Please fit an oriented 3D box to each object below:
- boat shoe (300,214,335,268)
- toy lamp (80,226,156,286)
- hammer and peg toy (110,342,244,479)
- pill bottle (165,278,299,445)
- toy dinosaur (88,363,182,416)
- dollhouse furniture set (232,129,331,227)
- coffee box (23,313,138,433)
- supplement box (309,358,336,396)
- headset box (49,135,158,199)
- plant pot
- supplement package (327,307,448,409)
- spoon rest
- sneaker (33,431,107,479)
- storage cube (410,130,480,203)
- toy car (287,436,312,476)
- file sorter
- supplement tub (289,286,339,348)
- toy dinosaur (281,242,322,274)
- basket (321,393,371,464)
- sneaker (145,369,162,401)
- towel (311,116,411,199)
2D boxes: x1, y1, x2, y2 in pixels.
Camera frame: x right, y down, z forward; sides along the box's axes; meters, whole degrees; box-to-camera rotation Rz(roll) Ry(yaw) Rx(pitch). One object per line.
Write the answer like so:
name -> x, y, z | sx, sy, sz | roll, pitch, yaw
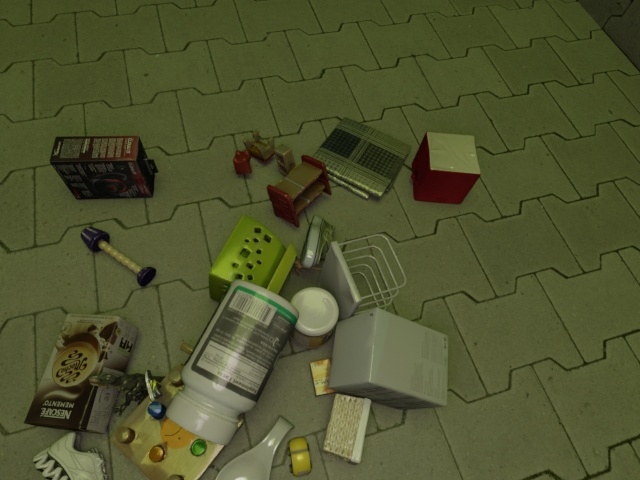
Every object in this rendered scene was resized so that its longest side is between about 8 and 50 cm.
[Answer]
boat shoe -> 0.000, 0.000, 1.447 | 0.094, 0.109, 0.302 | 19, 28, -4
toy lamp -> -0.660, 0.045, 1.436 | 0.275, 0.080, 0.080 | 34, 64, 9
hammer and peg toy -> -0.352, 0.466, 1.210 | 0.266, 0.127, 0.361 | 34, 63, 14
pill bottle -> -0.218, 0.297, 1.112 | 0.204, 0.204, 0.361 | 25, 71, 8
toy dinosaur -> -0.504, 0.406, 1.213 | 0.064, 0.268, 0.118 | 33, 101, 33
dollhouse furniture set -> -0.165, -0.233, 1.618 | 0.374, 0.152, 0.201 | 31, 62, 30
coffee box -> -0.648, 0.364, 1.222 | 0.168, 0.119, 0.297 | 1, 60, 10
supplement box -> 0.006, 0.411, 1.325 | 0.062, 0.036, 0.098 | -9, 63, -10
headset box -> -0.710, -0.244, 1.505 | 0.293, 0.218, 0.110 | -2, 62, -6
plant pot -> -0.203, 0.094, 1.376 | 0.207, 0.228, 0.227 | 25, 62, 1
supplement package -> 0.192, 0.339, 1.240 | 0.263, 0.198, 0.199 | 24, 58, -23
spoon rest -> -0.171, 0.596, 1.181 | 0.137, 0.084, 0.276 | 32, 63, 12
sneaker -> -0.590, 0.610, 1.125 | 0.292, 0.110, 0.118 | 37, 56, 13
storage cube -> 0.459, -0.268, 1.650 | 0.215, 0.193, 0.183 | 5, 61, -4
toy car -> -0.055, 0.677, 1.166 | 0.225, 0.053, 0.239 | -39, 72, -23
file sorter -> 0.119, 0.134, 1.355 | 0.173, 0.277, 0.193 | -13, 64, -17
supplement tub -> -0.026, 0.238, 1.323 | 0.144, 0.199, 0.144 | 2, 62, -4
toy dinosaur -> -0.068, 0.078, 1.466 | 0.183, 0.092, 0.053 | 29, 63, 10
basket -> 0.070, 0.520, 1.230 | 0.103, 0.113, 0.167 | 13, 61, 4
sneaker -> -0.439, 0.379, 1.164 | 0.035, 0.031, 0.083 | -12, 65, -26
towel -> 0.160, -0.323, 1.739 | 0.324, 0.056, 0.312 | 28, 60, 12
